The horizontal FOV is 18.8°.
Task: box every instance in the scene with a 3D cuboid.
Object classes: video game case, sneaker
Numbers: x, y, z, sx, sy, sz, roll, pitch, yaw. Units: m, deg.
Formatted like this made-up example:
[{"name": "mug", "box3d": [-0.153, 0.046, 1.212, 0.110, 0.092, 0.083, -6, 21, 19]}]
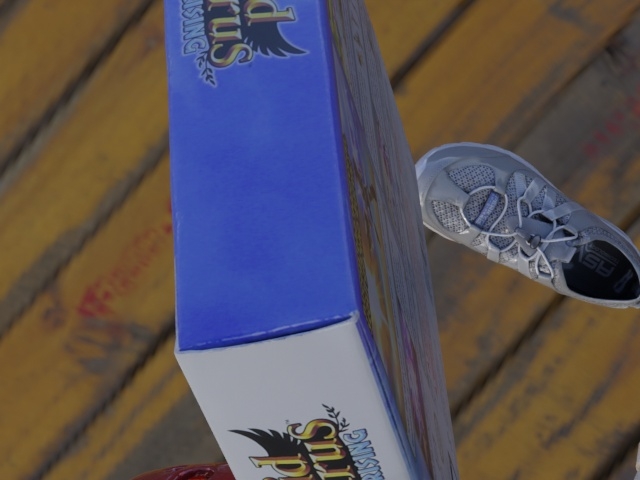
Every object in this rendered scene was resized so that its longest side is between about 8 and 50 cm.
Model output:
[{"name": "video game case", "box3d": [0.000, 0.000, 0.729, 0.061, 0.244, 0.269, -11, 50, 6]}, {"name": "sneaker", "box3d": [0.215, -0.014, 1.905, 0.105, 0.281, 0.115, -65, 20, 10]}]

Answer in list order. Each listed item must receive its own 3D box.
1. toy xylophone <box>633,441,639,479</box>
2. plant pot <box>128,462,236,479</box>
[{"name": "toy xylophone", "box3d": [0.345, 0.222, 1.592, 0.236, 0.081, 0.323, 0, 33, 24]}, {"name": "plant pot", "box3d": [-0.059, 0.267, 1.524, 0.174, 0.191, 0.191, -11, 72, 32]}]
